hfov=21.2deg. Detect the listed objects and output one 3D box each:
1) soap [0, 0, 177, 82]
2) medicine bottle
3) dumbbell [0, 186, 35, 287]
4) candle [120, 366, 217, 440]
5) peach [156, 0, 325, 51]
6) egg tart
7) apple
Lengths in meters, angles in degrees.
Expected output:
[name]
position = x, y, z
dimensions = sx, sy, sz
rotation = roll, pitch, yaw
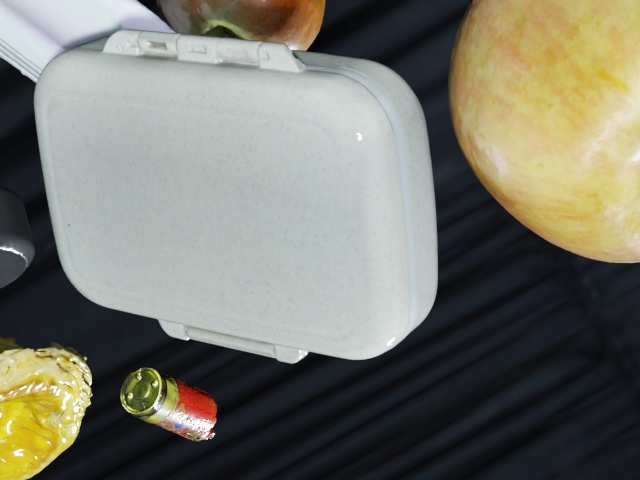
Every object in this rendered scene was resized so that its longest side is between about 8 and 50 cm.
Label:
[soap]
position = -0.289, -0.237, 1.640
dimensions = 0.347, 0.115, 0.208
rotation = 37, -4, -22
[medicine bottle]
position = -0.076, -0.043, 1.464
dimensions = 0.123, 0.375, 0.282
rotation = -31, 123, -49
[dumbbell]
position = -0.452, -0.101, 1.895
dimensions = 0.204, 0.203, 0.322
rotation = 44, 26, -71
[candle]
position = -0.142, 0.165, 1.690
dimensions = 0.130, 0.052, 0.052
rotation = 35, 24, -55
[peach]
position = -0.098, -0.322, 2.177
dimensions = 0.214, 0.214, 0.235
rotation = 57, 30, -33
[egg tart]
position = -0.384, 0.186, 1.832
dimensions = 0.116, 0.295, 0.295
rotation = 58, 4, 23
[apple]
position = 0.338, -0.162, 1.854
dimensions = 0.391, 0.391, 0.346
rotation = 56, 17, -34
